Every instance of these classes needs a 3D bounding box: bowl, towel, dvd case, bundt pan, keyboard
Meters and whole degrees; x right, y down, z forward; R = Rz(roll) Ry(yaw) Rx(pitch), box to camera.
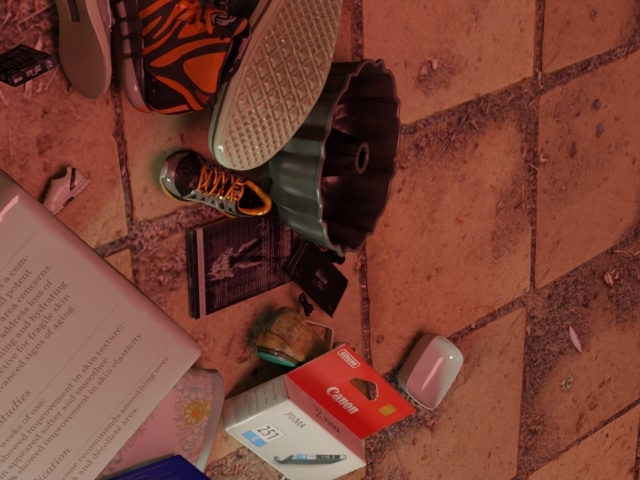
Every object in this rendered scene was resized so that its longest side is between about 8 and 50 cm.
[{"bbox_3d":[0.220,0.263,2.499,0.142,0.053,0.142,41,79,-45],"label":"bowl"},{"bbox_3d":[-0.332,0.382,1.986,0.320,0.090,0.374,5,104,-46],"label":"towel"},{"bbox_3d":[-0.133,0.027,2.073,0.221,0.018,0.164,-21,123,-38],"label":"dvd case"},{"bbox_3d":[0.016,-0.145,2.016,0.331,0.124,0.331,11,90,-67],"label":"bundt pan"},{"bbox_3d":[-0.013,0.080,2.198,0.180,0.023,0.108,47,63,-50],"label":"keyboard"}]

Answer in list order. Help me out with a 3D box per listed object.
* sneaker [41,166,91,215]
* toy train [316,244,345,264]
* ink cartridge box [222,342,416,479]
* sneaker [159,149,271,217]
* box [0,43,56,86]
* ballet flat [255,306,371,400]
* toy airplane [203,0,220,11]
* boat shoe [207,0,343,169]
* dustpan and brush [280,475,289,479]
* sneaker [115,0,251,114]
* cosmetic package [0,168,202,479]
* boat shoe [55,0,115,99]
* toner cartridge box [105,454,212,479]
[{"bbox_3d":[-0.388,-0.063,1.775,0.109,0.040,0.044,-46,102,-10],"label":"sneaker"},{"bbox_3d":[0.000,0.000,2.176,0.027,0.036,0.158,-56,136,-10],"label":"toy train"},{"bbox_3d":[0.007,0.327,2.209,0.261,0.066,0.296,-27,138,16],"label":"ink cartridge box"},{"bbox_3d":[-0.164,-0.088,1.934,0.215,0.083,0.084,18,86,-46],"label":"sneaker"},{"bbox_3d":[-0.406,-0.236,1.638,0.067,0.083,0.018,-34,128,-30],"label":"box"},{"bbox_3d":[0.010,0.222,2.238,0.348,0.123,0.123,40,79,-46],"label":"ballet flat"},{"bbox_3d":[-0.144,-0.338,1.890,0.151,0.028,0.151,-20,120,-39],"label":"toy airplane"},{"bbox_3d":[-0.074,-0.352,1.833,0.187,0.156,0.500,9,98,-48],"label":"boat shoe"},{"bbox_3d":[-0.088,0.553,2.334,0.147,0.060,0.211,11,106,-34],"label":"dustpan and brush"},{"bbox_3d":[-0.189,-0.338,1.702,0.124,0.180,0.321,-48,135,-63],"label":"sneaker"},{"bbox_3d":[-0.438,0.102,1.561,0.329,0.327,0.394,-49,135,-8],"label":"cosmetic package"},{"bbox_3d":[-0.319,-0.312,1.691,0.081,0.079,0.227,-47,139,-51],"label":"boat shoe"},{"bbox_3d":[-0.316,0.441,1.853,0.348,0.165,0.075,-14,116,-37],"label":"toner cartridge box"}]
